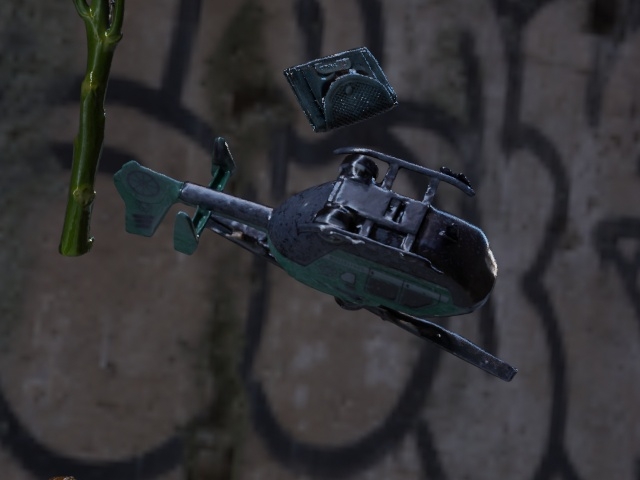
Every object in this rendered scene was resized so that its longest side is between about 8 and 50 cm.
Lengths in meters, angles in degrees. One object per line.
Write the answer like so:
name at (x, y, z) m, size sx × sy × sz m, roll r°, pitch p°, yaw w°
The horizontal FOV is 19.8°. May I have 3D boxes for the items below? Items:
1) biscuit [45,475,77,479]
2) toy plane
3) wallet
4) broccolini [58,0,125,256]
biscuit at (-0.338, 0.353, 2.186) m, size 0.025 × 0.206 × 0.126 m, roll 22°, pitch 29°, yaw -41°
toy plane at (0.000, 0.000, 1.553) m, size 0.382 × 0.106 × 0.155 m, roll 18°, pitch -38°, yaw 8°
wallet at (0.026, -0.175, 2.110) m, size 0.129 × 0.088 × 0.026 m, roll -21°, pitch -11°, yaw -38°
broccolini at (-0.239, -0.180, 1.934) m, size 0.079 × 0.392 × 0.074 m, roll 17°, pitch 15°, yaw 26°
